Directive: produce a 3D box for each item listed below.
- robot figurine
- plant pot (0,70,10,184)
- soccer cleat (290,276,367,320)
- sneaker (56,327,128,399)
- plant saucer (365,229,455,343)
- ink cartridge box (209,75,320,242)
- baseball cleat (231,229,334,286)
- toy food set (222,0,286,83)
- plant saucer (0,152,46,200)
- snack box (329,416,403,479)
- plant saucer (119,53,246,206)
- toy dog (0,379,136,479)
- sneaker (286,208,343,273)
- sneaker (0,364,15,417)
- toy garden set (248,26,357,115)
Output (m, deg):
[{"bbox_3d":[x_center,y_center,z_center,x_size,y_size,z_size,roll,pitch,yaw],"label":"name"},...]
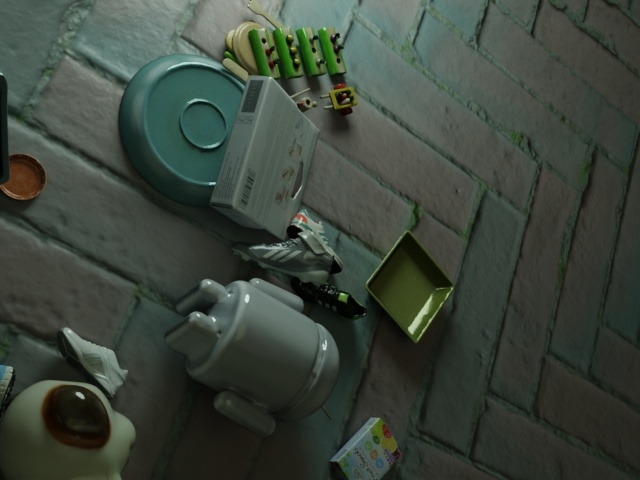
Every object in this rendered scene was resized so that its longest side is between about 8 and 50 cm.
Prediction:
[{"bbox_3d":[-0.109,0.208,1.399,0.353,0.200,0.300,33,51,-23],"label":"robot figurine"},{"bbox_3d":[-0.638,-0.218,1.121,0.247,0.248,0.252,-22,66,-33],"label":"plant pot"},{"bbox_3d":[0.021,0.115,1.574,0.179,0.072,0.060,30,66,-24],"label":"soccer cleat"},{"bbox_3d":[-0.398,0.205,1.310,0.152,0.054,0.061,55,49,-19],"label":"sneaker"},{"bbox_3d":[0.194,0.106,1.703,0.188,0.045,0.188,49,60,-16],"label":"plant saucer"},{"bbox_3d":[-0.104,-0.154,1.518,0.239,0.060,0.275,38,64,-61],"label":"ink cartridge box"},{"bbox_3d":[-0.073,0.018,1.512,0.206,0.072,0.109,21,88,-16],"label":"baseball cleat"},{"bbox_3d":[-0.143,-0.405,1.598,0.132,0.038,0.192,35,59,-30],"label":"toy food set"},{"bbox_3d":[-0.522,-0.110,1.309,0.083,0.013,0.083,7,77,-32],"label":"plant saucer"},{"bbox_3d":[0.098,0.456,1.579,0.141,0.037,0.100,-38,101,-31],"label":"snack box"},{"bbox_3d":[-0.238,-0.226,1.495,0.317,0.044,0.317,7,76,-31],"label":"plant saucer"},{"bbox_3d":[-0.418,0.417,1.135,0.395,0.284,0.408,22,64,-28],"label":"toy dog"},{"bbox_3d":[0.000,0.000,1.593,0.161,0.057,0.075,45,47,-23],"label":"sneaker"},{"bbox_3d":[-0.551,0.273,1.202,0.073,0.063,0.162,19,66,-8],"label":"sneaker"},{"bbox_3d":[-0.022,-0.367,1.633,0.244,0.049,0.204,-17,91,-42],"label":"toy garden set"}]
